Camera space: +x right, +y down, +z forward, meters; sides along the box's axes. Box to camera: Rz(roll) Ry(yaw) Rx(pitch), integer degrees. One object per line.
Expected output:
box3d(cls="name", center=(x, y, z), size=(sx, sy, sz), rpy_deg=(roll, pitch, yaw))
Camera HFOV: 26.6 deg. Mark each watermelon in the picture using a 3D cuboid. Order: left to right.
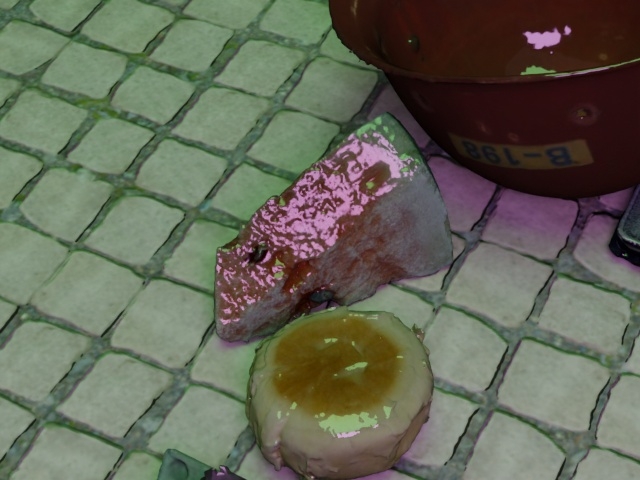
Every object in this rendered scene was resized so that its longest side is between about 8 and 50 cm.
box3d(cls="watermelon", center=(0.000, 0.000, 1.189), size=(0.241, 0.154, 0.094), rpy_deg=(-31, 54, -6))

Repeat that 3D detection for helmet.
box3d(cls="helmet", center=(0.215, -0.163, 1.242), size=(0.385, 0.230, 0.337), rpy_deg=(3, 45, 29))

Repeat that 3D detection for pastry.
box3d(cls="pastry", center=(0.015, 0.122, 1.099), size=(0.165, 0.088, 0.166), rpy_deg=(-1, 48, 1))

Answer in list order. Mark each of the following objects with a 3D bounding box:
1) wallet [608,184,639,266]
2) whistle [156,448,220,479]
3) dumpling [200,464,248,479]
box3d(cls="wallet", center=(0.377, -0.041, 1.254), size=(0.167, 0.036, 0.222), rpy_deg=(19, 52, 18))
box3d(cls="whistle", center=(0.005, 0.245, 1.010), size=(0.312, 0.062, 0.062), rpy_deg=(23, 54, 20))
box3d(cls="dumpling", center=(-0.010, 0.281, 0.917), size=(0.293, 0.204, 0.163), rpy_deg=(21, 38, 22))
